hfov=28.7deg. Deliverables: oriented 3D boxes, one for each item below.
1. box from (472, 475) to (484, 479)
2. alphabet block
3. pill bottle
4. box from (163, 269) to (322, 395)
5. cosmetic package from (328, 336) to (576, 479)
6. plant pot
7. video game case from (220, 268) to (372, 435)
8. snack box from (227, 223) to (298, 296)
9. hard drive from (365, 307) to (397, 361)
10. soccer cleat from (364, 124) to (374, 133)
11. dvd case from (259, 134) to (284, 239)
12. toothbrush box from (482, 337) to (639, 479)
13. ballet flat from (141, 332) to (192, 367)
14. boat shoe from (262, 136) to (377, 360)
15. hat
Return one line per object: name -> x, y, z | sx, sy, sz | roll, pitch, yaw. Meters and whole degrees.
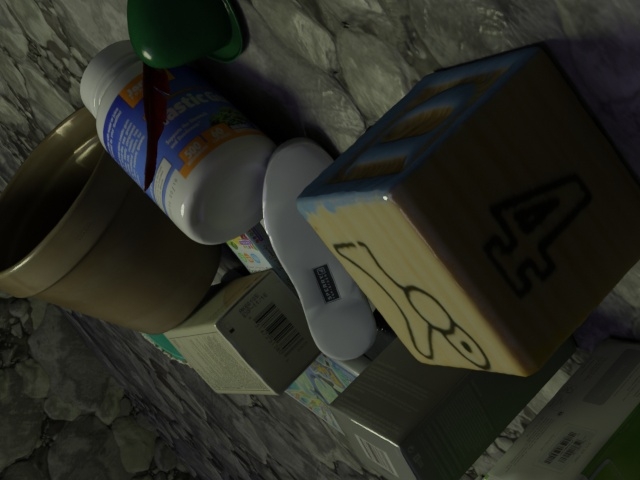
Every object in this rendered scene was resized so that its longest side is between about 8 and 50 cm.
box -> 0.237, 0.422, 1.864 | 0.102, 0.087, 0.101 | 43, 160, 10
alphabet block -> 0.132, -0.022, 1.067 | 0.197, 0.193, 0.192 | 52, 161, -16
pill bottle -> -0.178, -0.131, 1.523 | 0.272, 0.152, 0.152 | 44, 162, 31
box -> -0.118, 0.144, 1.888 | 0.148, 0.121, 0.311 | 49, 161, -11
cosmetic package -> 0.140, 0.144, 1.310 | 0.127, 0.238, 0.107 | 24, 148, 53
plant pot -> -0.312, -0.006, 1.897 | 0.280, 0.323, 0.323 | 38, 166, -28
video game case -> -0.007, 0.215, 2.035 | 0.329, 0.036, 0.300 | 31, 155, 36
snack box -> -0.086, 0.019, 1.812 | 0.141, 0.037, 0.100 | 52, 161, -18
hard drive -> 0.139, 0.141, 1.571 | 0.172, 0.054, 0.255 | 43, 160, 10
soccer cleat -> 0.084, -0.040, 1.304 | 0.060, 0.072, 0.179 | 20, 148, 51
dvd case -> -0.047, -0.042, 1.641 | 0.180, 0.022, 0.253 | 17, 146, 53
toothbrush box -> 0.324, 0.269, 1.221 | 0.283, 0.206, 0.122 | 55, 158, -21
ballet flat -> -0.308, 0.084, 2.303 | 0.409, 0.147, 0.147 | 39, 159, 27
boat shoe -> 0.000, 0.000, 1.518 | 0.102, 0.108, 0.301 | -104, -5, -60
hat -> -0.203, -0.214, 1.375 | 0.208, 0.183, 0.173 | 41, 158, 18
